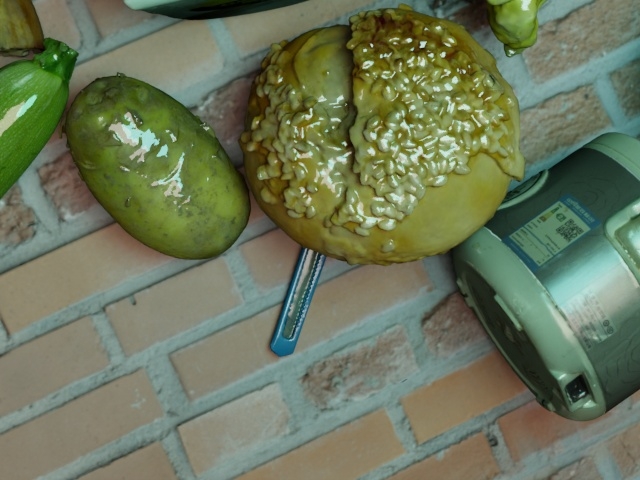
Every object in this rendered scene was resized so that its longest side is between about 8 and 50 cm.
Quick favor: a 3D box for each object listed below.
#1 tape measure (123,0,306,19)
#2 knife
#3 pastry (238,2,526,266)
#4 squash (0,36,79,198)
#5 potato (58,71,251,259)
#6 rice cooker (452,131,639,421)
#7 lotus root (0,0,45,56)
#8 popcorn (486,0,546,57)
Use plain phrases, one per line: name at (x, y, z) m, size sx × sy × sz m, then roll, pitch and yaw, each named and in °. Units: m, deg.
tape measure at (-0.078, -0.317, 1.228) m, size 0.259 × 0.262 × 0.138 m, roll -10°, pitch 94°, yaw 2°
knife at (0.001, 0.000, 1.415) m, size 0.044 × 0.026 × 0.297 m, roll 16°, pitch 94°, yaw -26°
pastry at (0.060, -0.114, 1.281) m, size 0.315 × 0.184 × 0.284 m, roll -3°, pitch 87°, yaw 12°
squash at (-0.397, -0.058, 1.275) m, size 0.107 × 0.107 × 0.395 m, roll 38°, pitch 90°, yaw -15°
potato at (-0.180, -0.077, 1.321) m, size 0.251 × 0.113 × 0.149 m, roll 44°, pitch 78°, yaw -25°
rice cooker at (0.321, 0.036, 1.364) m, size 0.277 × 0.288 × 0.288 m, roll -33°, pitch 104°, yaw -4°
lotus root at (-0.385, -0.245, 1.258) m, size 0.159 × 0.095 × 0.135 m, roll -21°, pitch 99°, yaw -15°
popcorn at (0.166, -0.391, 1.263) m, size 0.279 × 0.335 × 0.274 m, roll 31°, pitch 49°, yaw 18°
